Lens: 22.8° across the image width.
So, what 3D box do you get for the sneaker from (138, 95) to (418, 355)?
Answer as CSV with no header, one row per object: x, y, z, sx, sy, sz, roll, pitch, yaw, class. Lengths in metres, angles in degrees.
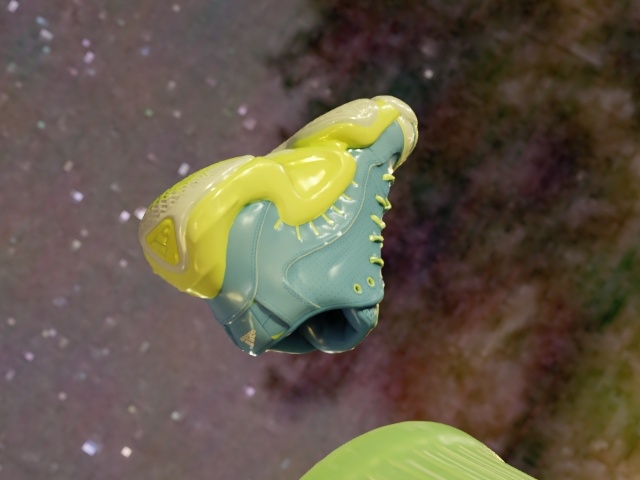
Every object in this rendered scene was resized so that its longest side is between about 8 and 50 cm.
0.000,0.000,0.928,0.240,0.126,0.091,-28,-5,-47,sneaker

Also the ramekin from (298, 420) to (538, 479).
0.081,0.280,1.007,0.303,0.148,0.303,-15,-67,-41,ramekin
